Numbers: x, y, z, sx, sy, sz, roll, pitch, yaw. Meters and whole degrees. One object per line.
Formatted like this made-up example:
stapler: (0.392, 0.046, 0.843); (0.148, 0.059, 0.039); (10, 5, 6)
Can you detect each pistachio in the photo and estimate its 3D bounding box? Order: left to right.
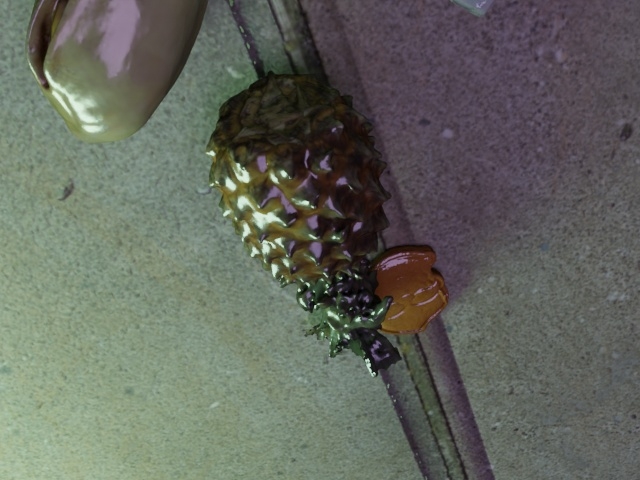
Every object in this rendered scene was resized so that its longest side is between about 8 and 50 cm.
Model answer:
pistachio: (-0.169, -0.185, 0.732); (0.152, 0.126, 0.223); (-10, 129, -50)

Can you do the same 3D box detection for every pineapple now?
pineapple: (0.000, 0.000, 0.892); (0.175, 0.175, 0.361); (-18, 139, -1)

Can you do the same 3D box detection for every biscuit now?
biscuit: (0.101, 0.062, 1.029); (0.102, 0.019, 0.130); (-16, 127, -1)

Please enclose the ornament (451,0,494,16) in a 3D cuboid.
ornament: (0.053, -0.346, 0.602); (0.239, 0.240, 0.240); (22, 117, -24)
